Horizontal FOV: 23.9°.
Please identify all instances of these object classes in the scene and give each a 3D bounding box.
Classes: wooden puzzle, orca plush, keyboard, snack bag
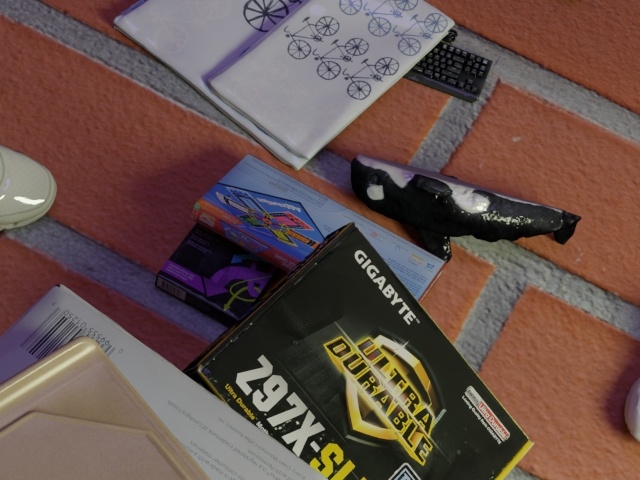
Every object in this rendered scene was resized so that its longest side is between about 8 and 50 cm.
[{"bbox_3d":[-0.227,0.229,1.356,0.221,0.044,0.239,-33,72,-26],"label":"wooden puzzle"},{"bbox_3d":[0.169,-0.021,1.875,0.287,0.102,0.151,13,9,-14],"label":"orca plush"},{"bbox_3d":[0.143,-0.257,2.049,0.180,0.023,0.108,21,54,4],"label":"keyboard"},{"bbox_3d":[-0.047,-0.289,2.012,0.342,0.037,0.323,39,63,16],"label":"snack bag"}]

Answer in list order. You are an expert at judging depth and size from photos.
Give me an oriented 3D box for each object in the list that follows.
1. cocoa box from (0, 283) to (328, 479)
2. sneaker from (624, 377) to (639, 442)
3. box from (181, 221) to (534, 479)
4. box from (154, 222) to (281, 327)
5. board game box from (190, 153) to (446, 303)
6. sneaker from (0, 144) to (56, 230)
[{"bbox_3d":[-0.204,0.263,1.496,0.347,0.228,0.231,34,58,13],"label":"cocoa box"},{"bbox_3d":[0.438,0.146,1.766,0.090,0.115,0.232,37,57,15],"label":"sneaker"},{"bbox_3d":[0.041,0.183,1.618,0.257,0.079,0.322,-42,96,-29],"label":"box"},{"bbox_3d":[-0.106,0.019,1.807,0.116,0.029,0.162,28,53,8],"label":"box"},{"bbox_3d":[0.000,0.000,1.800,0.281,0.027,0.145,29,35,9],"label":"board game box"},{"bbox_3d":[-0.433,-0.087,1.727,0.292,0.118,0.110,16,70,-27],"label":"sneaker"}]
